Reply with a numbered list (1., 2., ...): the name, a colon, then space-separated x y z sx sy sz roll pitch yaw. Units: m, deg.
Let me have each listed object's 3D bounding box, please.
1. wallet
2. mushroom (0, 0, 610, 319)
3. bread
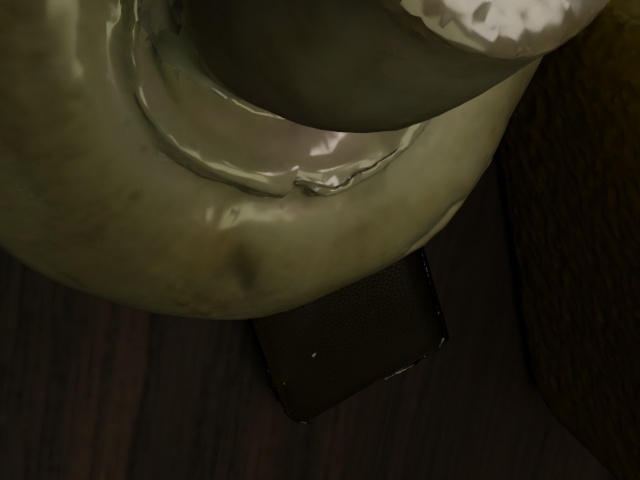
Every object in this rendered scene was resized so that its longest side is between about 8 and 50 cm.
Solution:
1. wallet: 0.000 0.000 0.950 0.110 0.031 0.198 -30 127 -15
2. mushroom: -0.035 -0.137 0.722 0.315 0.315 0.356 -28 157 -17
3. bread: 0.226 0.027 0.915 0.143 0.333 0.323 -21 126 -16
